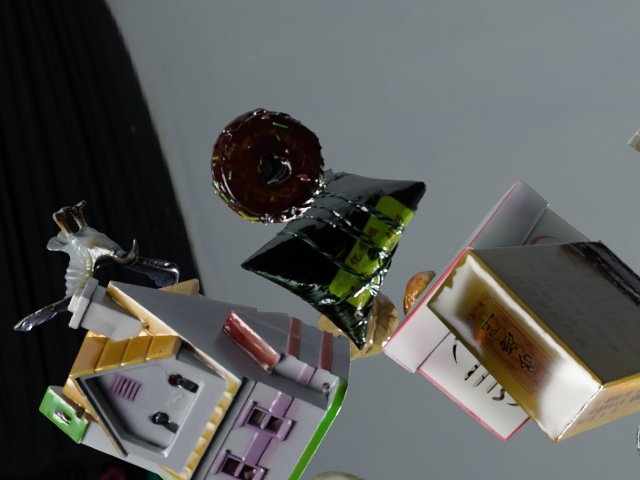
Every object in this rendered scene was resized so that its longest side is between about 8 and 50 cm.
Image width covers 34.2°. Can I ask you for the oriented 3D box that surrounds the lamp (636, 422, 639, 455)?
[{"bbox_3d":[0.631,0.332,1.840,0.147,0.172,0.227,-31,171,14],"label":"lamp"}]

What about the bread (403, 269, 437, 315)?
[{"bbox_3d":[0.260,0.151,2.623,0.095,0.139,0.269,25,174,11],"label":"bread"}]

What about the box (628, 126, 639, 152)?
[{"bbox_3d":[0.788,-0.142,1.981,0.204,0.365,0.051,-46,171,-26],"label":"box"}]

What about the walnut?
[{"bbox_3d":[0.094,0.202,2.584,0.213,0.213,0.213,-14,169,-3],"label":"walnut"}]

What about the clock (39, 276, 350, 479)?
[{"bbox_3d":[-0.152,0.162,1.183,0.309,0.166,0.235,24,115,-10],"label":"clock"}]

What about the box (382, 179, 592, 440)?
[{"bbox_3d":[0.361,0.132,1.981,0.314,0.300,0.312,-55,173,38],"label":"box"}]

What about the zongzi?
[{"bbox_3d":[0.000,0.000,2.180,0.362,0.384,0.319,23,166,-39],"label":"zongzi"}]

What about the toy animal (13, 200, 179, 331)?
[{"bbox_3d":[-0.332,0.020,1.511,0.272,0.160,0.197,-31,168,-39],"label":"toy animal"}]

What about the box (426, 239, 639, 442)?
[{"bbox_3d":[0.373,0.127,1.486,0.415,0.264,0.116,-3,133,-51],"label":"box"}]

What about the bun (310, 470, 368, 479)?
[{"bbox_3d":[0.081,0.673,2.344,0.234,0.326,0.362,-45,145,-23],"label":"bun"}]

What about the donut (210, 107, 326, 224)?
[{"bbox_3d":[-0.107,-0.139,2.048,0.235,0.235,0.089,-11,174,-19],"label":"donut"}]
